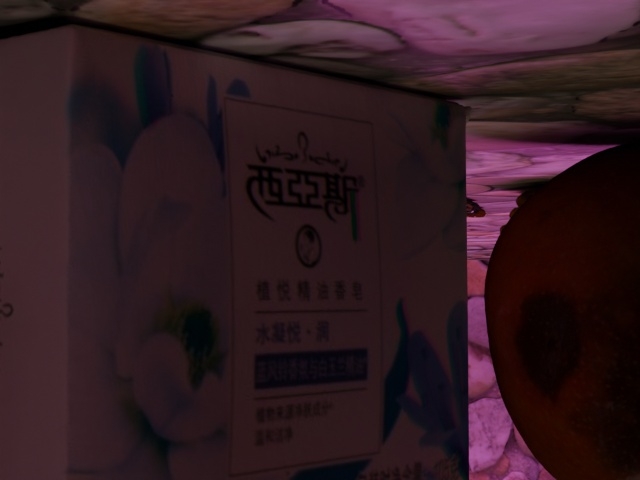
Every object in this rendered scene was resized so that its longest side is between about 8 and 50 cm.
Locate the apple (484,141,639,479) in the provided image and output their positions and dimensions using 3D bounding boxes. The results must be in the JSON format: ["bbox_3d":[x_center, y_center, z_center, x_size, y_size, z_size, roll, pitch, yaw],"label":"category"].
[{"bbox_3d":[0.213,0.053,0.875,0.230,0.229,0.230,-1,177,0],"label":"apple"}]

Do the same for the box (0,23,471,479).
[{"bbox_3d":[-0.049,0.031,0.630,0.116,0.203,0.274,-3,176,36],"label":"box"}]

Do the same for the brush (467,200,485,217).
[{"bbox_3d":[0.134,-0.028,1.390,0.043,0.014,0.170,0,178,17],"label":"brush"}]

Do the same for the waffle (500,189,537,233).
[{"bbox_3d":[0.250,-0.014,1.228,0.193,0.070,0.197,0,179,-23],"label":"waffle"}]
